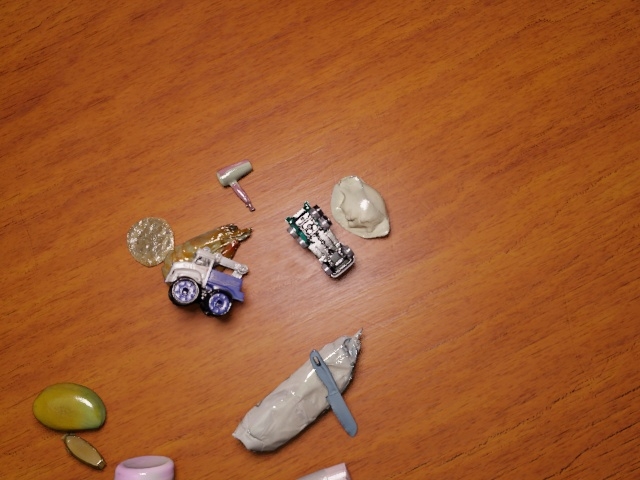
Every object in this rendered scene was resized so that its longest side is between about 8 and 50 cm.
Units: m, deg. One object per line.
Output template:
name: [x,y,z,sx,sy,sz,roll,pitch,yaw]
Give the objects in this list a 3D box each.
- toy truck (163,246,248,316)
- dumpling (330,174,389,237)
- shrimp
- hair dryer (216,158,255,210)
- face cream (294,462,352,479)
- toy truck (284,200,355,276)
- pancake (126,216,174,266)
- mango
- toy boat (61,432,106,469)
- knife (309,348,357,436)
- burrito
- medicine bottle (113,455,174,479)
toy truck: [-0.311,0.111,1.269,0.213,0.161,0.177,22,76,-17]
dumpling: [0.109,-0.086,1.332,0.155,0.111,0.181,-27,70,29]
shrimp: [-0.322,0.045,1.350,0.294,0.062,0.154,-33,92,0]
hair dryer: [-0.236,-0.158,1.391,0.106,0.054,0.154,-24,90,-6]
face cream: [-0.043,0.678,1.214,0.269,0.073,0.108,-18,87,-2]
toy truck: [0.000,0.000,1.314,0.110,0.116,0.216,-41,88,-3]
pancake: [-0.507,0.004,1.379,0.151,0.025,0.152,0,80,2]
mango: [-0.687,0.463,1.273,0.194,0.092,0.130,23,80,2]
toy boat: [-0.654,0.580,1.273,0.149,0.049,0.047,31,52,10]
knife: [0.035,0.406,1.204,0.044,0.019,0.313,-26,113,-1]
burrito: [-0.032,0.405,1.243,0.445,0.101,0.139,-41,102,-6]
medicine bottle: [-0.459,0.705,1.189,0.151,0.152,0.255,-1,79,3]
